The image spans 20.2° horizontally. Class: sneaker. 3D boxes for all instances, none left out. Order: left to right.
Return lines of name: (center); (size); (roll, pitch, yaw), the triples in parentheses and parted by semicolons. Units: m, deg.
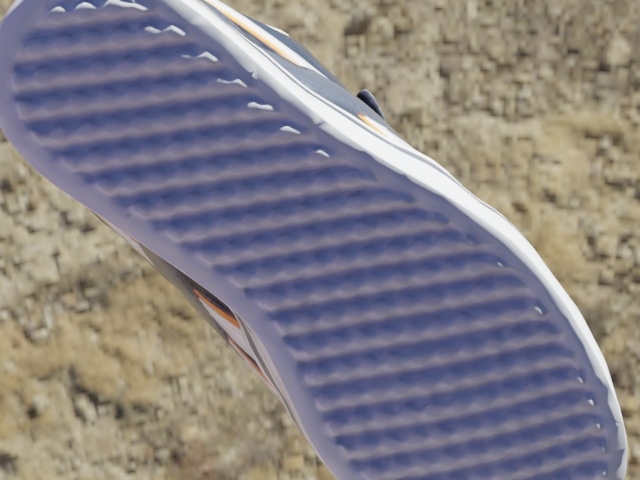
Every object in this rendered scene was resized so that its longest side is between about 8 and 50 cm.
sneaker: (0.000, 0.000, 0.753); (0.126, 0.321, 0.127); (-43, 15, 4)
